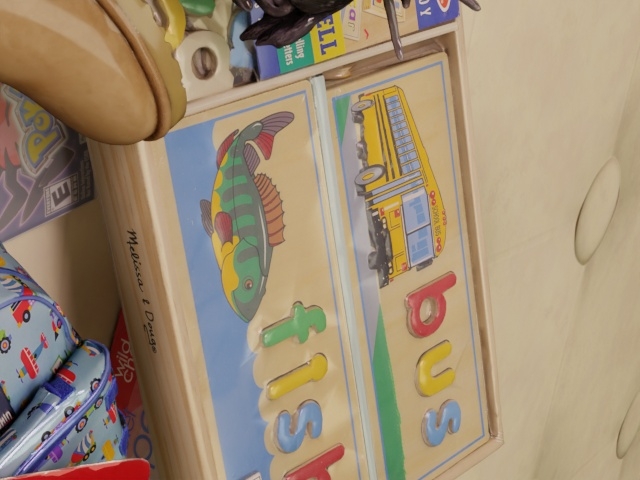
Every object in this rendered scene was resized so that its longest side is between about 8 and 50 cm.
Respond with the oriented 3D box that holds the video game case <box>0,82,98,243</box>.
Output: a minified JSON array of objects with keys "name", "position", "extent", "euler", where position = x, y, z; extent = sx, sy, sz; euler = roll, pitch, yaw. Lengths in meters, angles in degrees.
[{"name":"video game case","position":[-0.187,-0.081,0.568],"extent":[0.183,0.023,0.201],"euler":[-33,134,-46]}]

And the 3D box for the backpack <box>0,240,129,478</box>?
[{"name":"backpack","position":[-0.179,0.078,0.557],"extent":[0.158,0.117,0.173],"euler":[-47,156,-33]}]

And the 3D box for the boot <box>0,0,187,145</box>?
[{"name":"boot","position":[-0.207,-0.049,0.449],"extent":[0.269,0.089,0.236],"euler":[-51,125,-21]}]

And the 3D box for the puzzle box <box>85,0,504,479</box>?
[{"name":"puzzle box","position":[0.000,0.000,0.711],"extent":[0.272,0.052,0.409],"euler":[-25,114,-40]}]

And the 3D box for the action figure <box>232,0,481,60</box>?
[{"name":"action figure","position":[-0.021,-0.188,0.504],"extent":[0.275,0.164,0.141],"euler":[29,45,-53]}]

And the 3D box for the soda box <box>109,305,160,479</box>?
[{"name":"soda box","position":[-0.099,0.140,0.779],"extent":[0.083,0.092,0.263],"euler":[-1,108,-56]}]

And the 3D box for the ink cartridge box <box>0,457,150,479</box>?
[{"name":"ink cartridge box","position":[-0.190,0.253,0.460],"extent":[0.309,0.130,0.272],"euler":[-3,115,-41]}]
